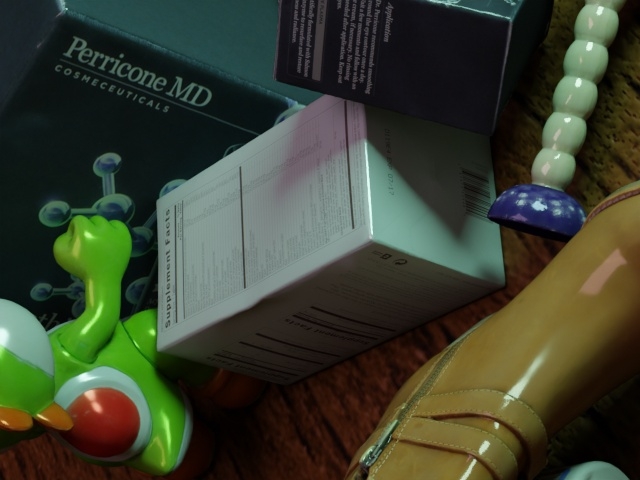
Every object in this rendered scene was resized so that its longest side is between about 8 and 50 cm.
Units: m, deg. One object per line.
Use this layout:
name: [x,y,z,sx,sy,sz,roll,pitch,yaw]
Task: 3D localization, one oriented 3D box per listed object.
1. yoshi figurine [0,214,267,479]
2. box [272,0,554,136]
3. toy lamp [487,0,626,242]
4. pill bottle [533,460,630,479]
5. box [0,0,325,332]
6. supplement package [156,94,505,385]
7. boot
yoshi figurine: [-0.228,0.087,1.230,0.203,0.362,0.203,-13,73,37]
box: [0.070,-0.163,1.085,0.156,0.158,0.093,-58,-21,-50]
toy lamp: [0.185,-0.137,1.064,0.080,0.080,0.274,12,87,53]
pill bottle: [0.128,0.185,0.994,0.137,0.078,0.078,-20,60,46]
box: [-0.216,-0.049,1.349,0.395,0.293,0.212,-53,41,23]
supplement package: [0.000,0.000,1.187,0.244,0.134,0.139,-28,55,42]
boot: [0.121,0.083,0.927,0.283,0.109,0.220,-31,8,44]
